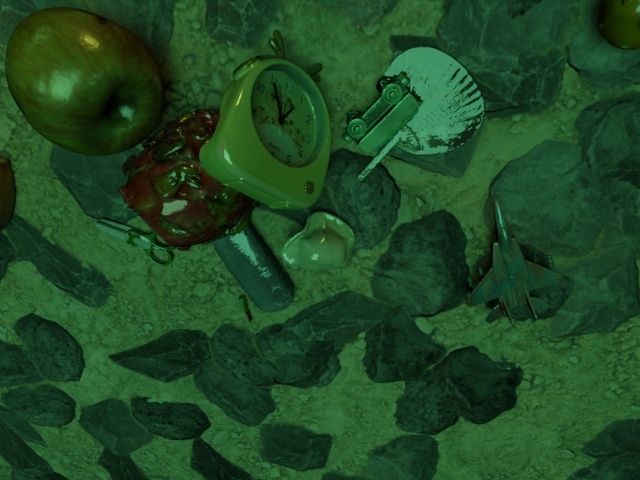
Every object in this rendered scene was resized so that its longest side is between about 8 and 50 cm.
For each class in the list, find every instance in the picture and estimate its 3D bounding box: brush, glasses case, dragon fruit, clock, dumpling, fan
[{"bbox_3d":[-0.204,0.187,1.150,0.021,0.019,0.083,-4,116,19],"label":"brush"},{"bbox_3d":[-0.167,0.064,1.056,0.109,0.067,0.283,-26,110,15],"label":"glasses case"},{"bbox_3d":[-0.235,-0.131,0.875,0.291,0.250,0.269,-41,132,-7],"label":"dragon fruit"},{"bbox_3d":[-0.079,-0.226,0.795,0.096,0.308,0.234,-3,159,46],"label":"clock"},{"bbox_3d":[-0.002,0.000,0.990,0.169,0.100,0.134,6,103,1],"label":"dumpling"},{"bbox_3d":[0.181,-0.268,0.879,0.294,0.012,0.224,-17,114,15],"label":"fan"}]

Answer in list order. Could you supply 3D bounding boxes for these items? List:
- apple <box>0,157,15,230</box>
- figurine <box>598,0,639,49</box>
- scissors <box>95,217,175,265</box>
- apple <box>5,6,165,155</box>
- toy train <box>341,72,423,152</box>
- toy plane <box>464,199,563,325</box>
[{"bbox_3d":[-0.924,-0.098,0.999,0.252,0.313,0.309,42,115,33],"label":"apple"},{"bbox_3d":[0.598,-0.403,0.687,0.215,0.215,0.228,40,100,-14],"label":"figurine"},{"bbox_3d":[-0.466,-0.008,1.075,0.204,0.027,0.101,23,116,-8],"label":"scissors"},{"bbox_3d":[-0.443,-0.300,0.804,0.264,0.264,0.265,3,117,5],"label":"apple"},{"bbox_3d":[0.123,-0.250,0.855,0.099,0.070,0.172,38,115,-21],"label":"toy train"},{"bbox_3d":[0.422,0.049,0.965,0.222,0.104,0.327,-16,110,13],"label":"toy plane"}]
